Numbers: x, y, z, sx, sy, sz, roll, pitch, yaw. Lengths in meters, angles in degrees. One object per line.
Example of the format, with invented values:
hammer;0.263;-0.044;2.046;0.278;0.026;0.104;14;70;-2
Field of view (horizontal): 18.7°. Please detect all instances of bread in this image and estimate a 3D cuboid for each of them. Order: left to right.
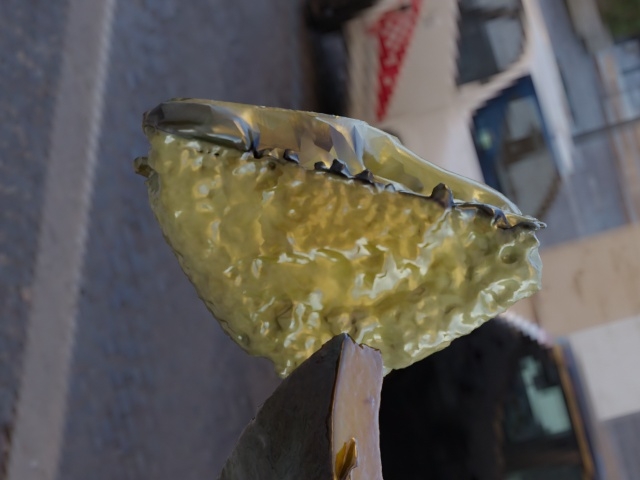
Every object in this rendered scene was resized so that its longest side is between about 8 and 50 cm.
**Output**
bread;0.000;0.000;1.220;0.204;0.262;0.163;-101;-151;-80

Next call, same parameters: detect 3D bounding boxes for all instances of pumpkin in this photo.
pumpkin;-0.007;0.210;1.078;0.095;0.290;0.258;-13;71;-36
